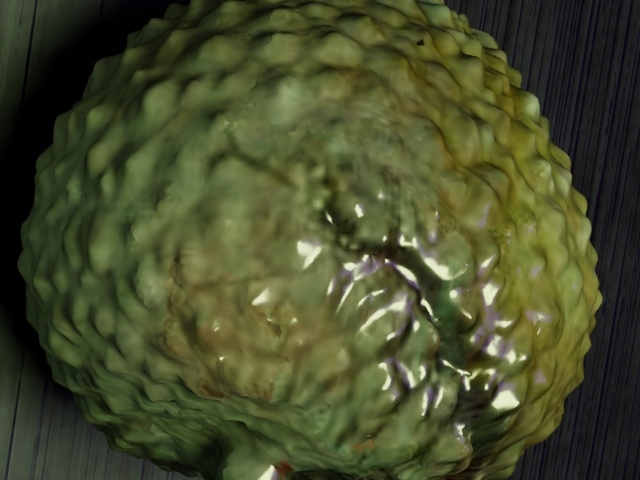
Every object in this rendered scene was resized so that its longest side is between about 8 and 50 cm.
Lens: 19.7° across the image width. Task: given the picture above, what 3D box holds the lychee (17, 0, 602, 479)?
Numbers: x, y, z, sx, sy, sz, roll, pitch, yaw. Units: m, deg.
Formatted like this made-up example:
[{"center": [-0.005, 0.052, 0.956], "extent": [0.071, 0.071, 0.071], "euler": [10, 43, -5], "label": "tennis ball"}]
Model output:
[{"center": [0.000, 0.000, 0.811], "extent": [0.255, 0.255, 0.274], "euler": [53, 50, -45], "label": "lychee"}]
